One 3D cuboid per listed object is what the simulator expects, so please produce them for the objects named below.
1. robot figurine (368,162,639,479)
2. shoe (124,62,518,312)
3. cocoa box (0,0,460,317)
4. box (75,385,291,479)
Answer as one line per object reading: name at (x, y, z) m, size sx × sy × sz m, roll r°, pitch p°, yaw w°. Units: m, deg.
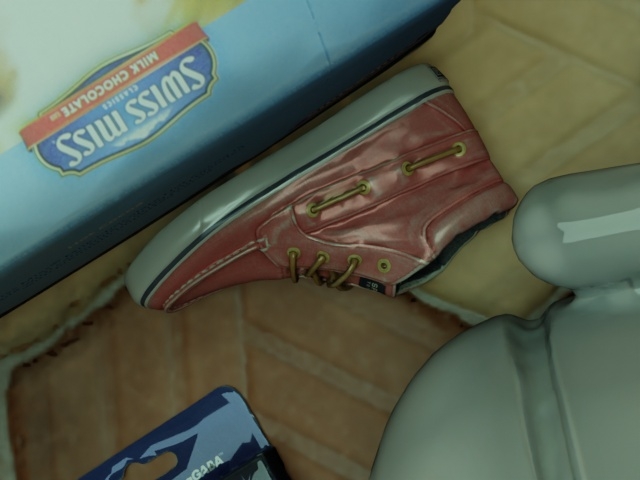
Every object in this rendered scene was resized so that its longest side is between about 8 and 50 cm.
robot figurine at (0.170, 0.106, 0.611) m, size 0.353 × 0.200 × 0.300 m, roll -16°, pitch 99°, yaw 10°
shoe at (0.000, 0.000, 0.712) m, size 0.178 × 0.063 × 0.081 m, roll -34°, pitch 79°, yaw 4°
cocoa box at (-0.147, -0.095, 0.622) m, size 0.347 × 0.228 × 0.231 m, roll -32°, pitch 91°, yaw 0°
box at (-0.040, 0.197, 0.734) m, size 0.136 × 0.036 × 0.225 m, roll -34°, pitch 83°, yaw 8°
